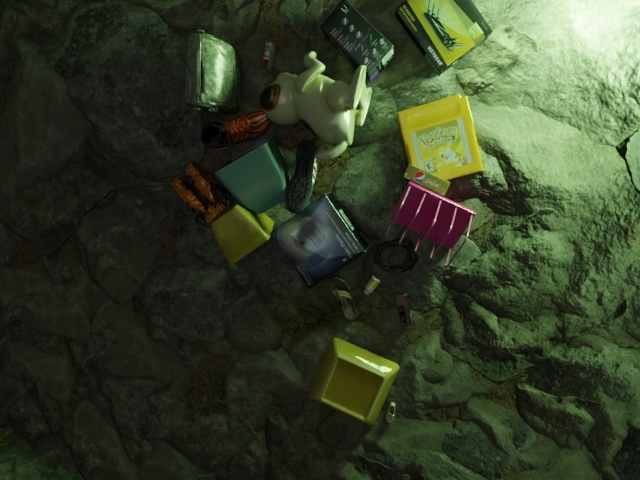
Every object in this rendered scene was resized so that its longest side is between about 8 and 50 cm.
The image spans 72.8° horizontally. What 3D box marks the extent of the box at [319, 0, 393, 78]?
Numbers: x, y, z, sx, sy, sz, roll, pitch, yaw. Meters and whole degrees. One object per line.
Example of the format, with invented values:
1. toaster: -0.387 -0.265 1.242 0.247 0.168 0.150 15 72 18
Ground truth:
1. box: 0.151 -0.791 1.731 0.270 0.165 0.143 45 103 2

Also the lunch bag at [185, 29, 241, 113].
1. lunch bag: -0.462 -0.682 1.811 0.212 0.256 0.305 5 99 10

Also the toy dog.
1. toy dog: -0.035 -0.541 1.756 0.407 0.284 0.396 17 98 14

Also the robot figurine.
1. robot figurine: -0.532 -0.202 1.974 0.211 0.085 0.291 -42 88 13

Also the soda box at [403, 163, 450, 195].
1. soda box: 0.429 -0.246 1.758 0.181 0.058 0.061 26 101 6

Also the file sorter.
1. file sorter: 0.428 -0.055 1.732 0.290 0.182 0.202 26 133 6

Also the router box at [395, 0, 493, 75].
1. router box: 0.481 -0.854 1.706 0.243 0.081 0.309 -36 90 12

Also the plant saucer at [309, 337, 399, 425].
1. plant saucer: 0.145 0.657 1.968 0.332 0.081 0.333 22 101 7

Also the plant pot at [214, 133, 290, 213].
1. plant pot: -0.252 -0.266 1.842 0.247 0.247 0.252 -27 108 13

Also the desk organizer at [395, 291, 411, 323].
1. desk organizer: 0.364 0.297 1.897 0.050 0.047 0.130 -9 96 14

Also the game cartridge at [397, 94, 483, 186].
1. game cartridge: 0.489 -0.405 1.780 0.285 0.052 0.324 -14 96 12

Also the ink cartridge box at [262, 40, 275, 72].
1. ink cartridge box: -0.222 -0.783 1.852 0.029 0.063 0.115 14 100 7

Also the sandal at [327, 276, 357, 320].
1. sandal: 0.100 0.262 1.933 0.089 0.060 0.219 -21 93 12

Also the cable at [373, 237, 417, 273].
1. cable: 0.323 0.072 1.881 0.184 0.047 0.151 -19 99 10

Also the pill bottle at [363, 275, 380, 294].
1. pill bottle: 0.224 0.199 1.911 0.043 0.043 0.083 34 102 4

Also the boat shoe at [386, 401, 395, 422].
1. boat shoe: 0.321 0.789 1.975 0.035 0.035 0.100 14 99 8

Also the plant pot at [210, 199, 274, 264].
1. plant pot: -0.348 -0.058 1.870 0.212 0.212 0.187 -34 109 13

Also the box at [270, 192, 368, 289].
1. box: 0.000 0.000 1.857 0.294 0.183 0.296 -35 90 14

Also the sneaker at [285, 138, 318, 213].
1. sneaker: -0.064 -0.251 1.818 0.112 0.131 0.319 11 78 13

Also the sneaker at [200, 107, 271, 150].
1. sneaker: -0.367 -0.475 1.859 0.321 0.180 0.125 -25 93 12
